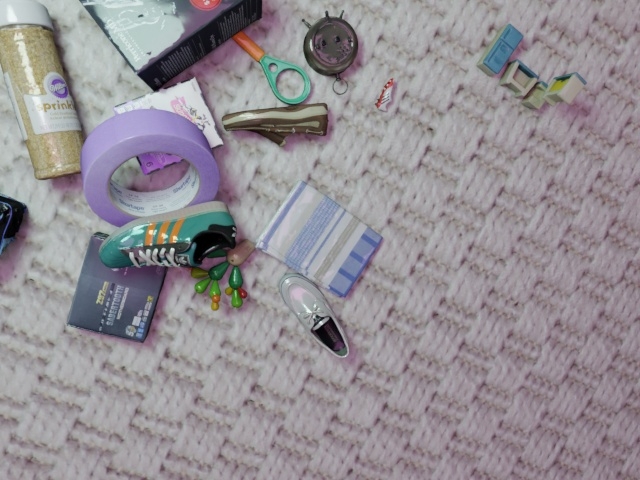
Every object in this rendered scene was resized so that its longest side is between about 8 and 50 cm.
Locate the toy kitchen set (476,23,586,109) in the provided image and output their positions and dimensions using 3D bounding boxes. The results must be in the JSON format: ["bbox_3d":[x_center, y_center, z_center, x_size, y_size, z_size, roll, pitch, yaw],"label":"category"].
[{"bbox_3d":[0.539,-0.443,1.167,0.207,0.166,0.122,32,93,-14],"label":"toy kitchen set"}]

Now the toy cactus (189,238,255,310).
[{"bbox_3d":[-0.242,0.062,1.151,0.180,0.112,0.219,-41,96,-12],"label":"toy cactus"}]

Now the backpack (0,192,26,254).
[{"bbox_3d":[-0.756,-0.022,1.022,0.158,0.117,0.173,18,95,-13],"label":"backpack"}]

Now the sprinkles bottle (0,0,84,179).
[{"bbox_3d":[-0.601,-0.313,1.000,0.122,0.121,0.354,-13,102,-8],"label":"sprinkles bottle"}]

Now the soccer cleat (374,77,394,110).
[{"bbox_3d":[0.170,-0.371,1.184,0.036,0.029,0.083,23,98,-22],"label":"soccer cleat"}]

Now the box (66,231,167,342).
[{"bbox_3d":[-0.484,0.115,1.126,0.184,0.059,0.232,18,95,-12],"label":"box"}]

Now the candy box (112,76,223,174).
[{"bbox_3d":[-0.347,-0.264,1.081,0.197,0.070,0.164,-23,103,-6],"label":"candy box"}]

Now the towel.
[{"bbox_3d":[0.000,0.000,1.211,0.285,0.034,0.209,33,88,-16],"label":"towel"}]

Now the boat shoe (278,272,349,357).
[{"bbox_3d":[-0.012,0.201,1.215,0.096,0.088,0.267,-33,104,-3],"label":"boat shoe"}]

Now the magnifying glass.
[{"bbox_3d":[-0.122,-0.422,1.120,0.231,0.026,0.092,40,91,-12],"label":"magnifying glass"}]

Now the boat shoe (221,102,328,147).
[{"bbox_3d":[-0.102,-0.271,1.116,0.258,0.095,0.095,-9,107,-9],"label":"boat shoe"}]

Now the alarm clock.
[{"bbox_3d":[0.031,-0.451,1.127,0.130,0.064,0.191,-17,105,-7],"label":"alarm clock"}]

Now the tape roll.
[{"bbox_3d":[-0.364,-0.144,1.008,0.275,0.090,0.274,-18,145,-13],"label":"tape roll"}]

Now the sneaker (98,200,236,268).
[{"bbox_3d":[-0.335,0.011,1.037,0.303,0.108,0.121,-21,59,-12],"label":"sneaker"}]

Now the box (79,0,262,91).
[{"bbox_3d":[-0.345,-0.554,0.966,0.313,0.179,0.343,-37,100,-2],"label":"box"}]
